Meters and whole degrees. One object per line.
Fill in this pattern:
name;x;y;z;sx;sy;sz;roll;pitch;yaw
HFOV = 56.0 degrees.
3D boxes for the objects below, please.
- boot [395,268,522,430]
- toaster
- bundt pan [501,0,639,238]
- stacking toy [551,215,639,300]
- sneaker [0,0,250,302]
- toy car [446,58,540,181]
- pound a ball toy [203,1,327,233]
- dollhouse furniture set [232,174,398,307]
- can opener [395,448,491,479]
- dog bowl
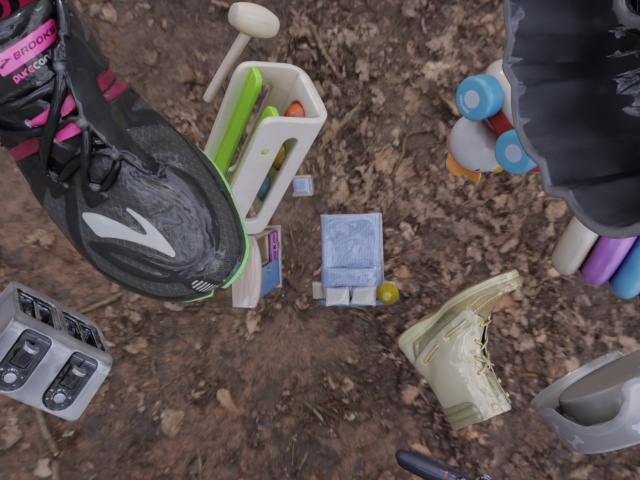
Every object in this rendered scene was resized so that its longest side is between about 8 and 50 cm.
boot;0.272;0.187;1.018;0.262;0.095;0.203;-42;67;29
toaster;-0.420;0.162;0.905;0.168;0.186;0.110;40;86;-33
bundt pan;0.256;-0.161;0.387;0.124;0.331;0.330;-4;85;-14
stacking toy;0.444;0.051;0.680;0.330;0.141;0.141;32;83;22
sneaker;-0.261;-0.125;0.584;0.185;0.202;0.482;-40;94;1
toy car;0.318;-0.176;1.075;0.219;0.238;0.210;-24;74;-35
pound a ball toy;-0.099;-0.184;0.969;0.136;0.319;0.208;-5;57;-32
dollhouse furniture set;0.000;0.000;1.184;0.304;0.198;0.286;0;98;10
can opener;0.207;0.391;0.980;0.186;0.059;0.073;25;53;24
dog bowl;0.562;0.267;1.083;0.349;0.349;0.102;-27;78;-6
